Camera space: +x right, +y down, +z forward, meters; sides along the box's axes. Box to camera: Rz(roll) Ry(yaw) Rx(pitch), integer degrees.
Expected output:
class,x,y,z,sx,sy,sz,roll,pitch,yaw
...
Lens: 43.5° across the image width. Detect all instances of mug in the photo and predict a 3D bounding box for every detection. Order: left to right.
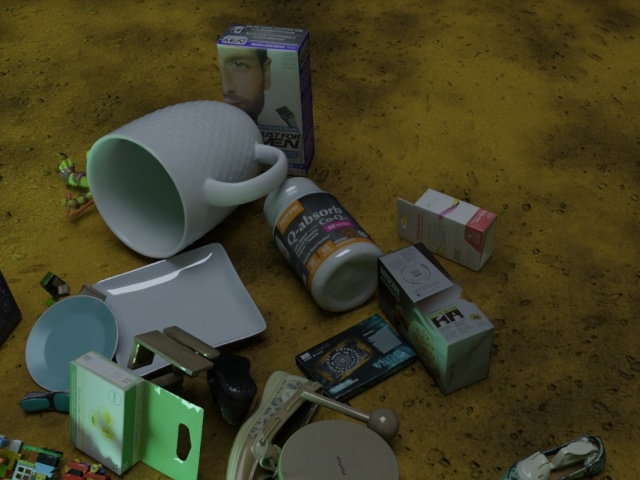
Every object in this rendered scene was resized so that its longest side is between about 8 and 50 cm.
class,x,y,z,sx,sy,sz,roll,pitch,yaw
mug,-0.242,-0.149,1.691,0.374,0.276,0.328,10,33,33

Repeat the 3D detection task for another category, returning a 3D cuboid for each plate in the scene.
class,x,y,z,sx,sy,sz,roll,pitch,yaw
plate,-0.457,0.192,1.488,0.188,0.024,0.188,-6,64,12
plate,-0.277,0.138,1.557,0.277,0.045,0.278,-20,45,-16

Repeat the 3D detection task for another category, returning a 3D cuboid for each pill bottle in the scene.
class,x,y,z,sx,sy,sz,roll,pitch,yaw
pill bottle,0.000,0.000,1.606,0.162,0.162,0.278,-21,45,-19

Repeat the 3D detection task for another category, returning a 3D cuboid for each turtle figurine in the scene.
class,x,y,z,sx,sy,sz,roll,pitch,yaw
turtle figurine,-0.492,-0.141,1.851,0.269,0.087,0.217,-38,44,-22

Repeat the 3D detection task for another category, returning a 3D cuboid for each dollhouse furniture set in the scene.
class,x,y,z,sx,sy,sz,roll,pitch,yaw
dollhouse furniture set,-0.482,0.119,1.579,0.151,0.058,0.076,25,72,23
dollhouse furniture set,-0.234,0.238,1.328,0.123,0.151,0.144,25,16,24

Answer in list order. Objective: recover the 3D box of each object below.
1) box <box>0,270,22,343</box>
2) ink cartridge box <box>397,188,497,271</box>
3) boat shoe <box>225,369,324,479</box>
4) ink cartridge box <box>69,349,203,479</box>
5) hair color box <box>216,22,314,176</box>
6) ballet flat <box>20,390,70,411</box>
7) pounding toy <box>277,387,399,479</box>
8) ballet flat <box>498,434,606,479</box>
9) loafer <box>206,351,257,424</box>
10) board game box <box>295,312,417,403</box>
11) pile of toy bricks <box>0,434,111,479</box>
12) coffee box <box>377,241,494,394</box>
class,x,y,z,sx,sy,sz,roll,pitch,yaw
box,-0.690,0.160,1.470,0.142,0.163,0.247,8,43,14
ink cartridge box,0.257,-0.030,1.657,0.198,0.115,0.067,25,50,27
boat shoe,-0.075,0.324,1.293,0.089,0.105,0.285,7,42,15
ink cartridge box,-0.301,0.298,1.286,0.235,0.171,0.056,22,28,26
hair color box,-0.118,-0.315,1.830,0.185,0.339,0.110,7,42,12
ballet flat,-0.470,0.280,1.419,0.114,0.041,0.041,-1,42,1
pounding toy,0.027,0.364,1.250,0.182,0.110,0.237,11,37,5
ballet flat,0.364,0.352,1.265,0.188,0.070,0.070,-17,44,-15
loafer,-0.162,0.248,1.371,0.080,0.078,0.220,14,7,-12
board game box,0.065,0.216,1.462,0.186,0.026,0.126,-25,46,-22
pile of toy bricks,-0.454,0.383,1.268,0.212,0.118,0.105,14,76,6
coffee box,0.203,0.136,1.458,0.098,0.141,0.246,-19,45,-17
